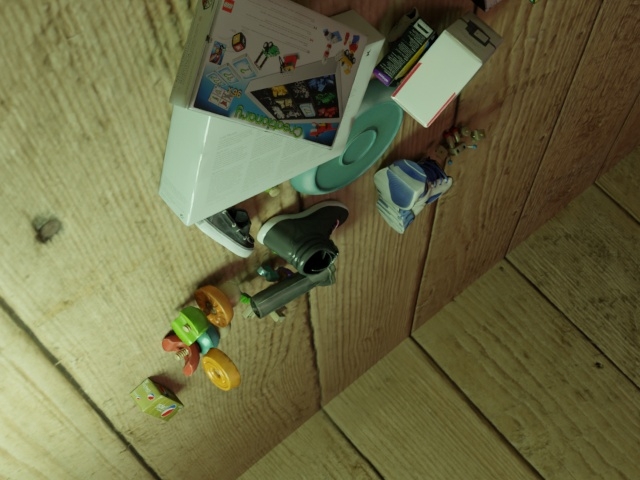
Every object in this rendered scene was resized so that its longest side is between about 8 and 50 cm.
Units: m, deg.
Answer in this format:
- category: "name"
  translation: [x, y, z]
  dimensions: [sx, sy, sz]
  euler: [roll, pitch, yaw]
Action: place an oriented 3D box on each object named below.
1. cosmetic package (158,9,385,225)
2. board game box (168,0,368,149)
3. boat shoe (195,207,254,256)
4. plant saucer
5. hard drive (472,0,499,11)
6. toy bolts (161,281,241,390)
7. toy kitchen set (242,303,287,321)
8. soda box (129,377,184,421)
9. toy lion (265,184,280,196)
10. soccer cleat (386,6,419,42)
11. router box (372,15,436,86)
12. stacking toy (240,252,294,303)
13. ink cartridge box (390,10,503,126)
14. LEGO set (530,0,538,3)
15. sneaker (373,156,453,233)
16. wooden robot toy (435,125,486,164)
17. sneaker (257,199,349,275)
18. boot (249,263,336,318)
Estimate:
- category: "cosmetic package"
  translation: [-0.084, -0.212, 1.538]
  dimensions: [0.377, 0.097, 0.284]
  euler: [-28, 156, -35]
- category: "board game box"
  translation: [-0.068, -0.257, 1.338]
  dimensions: [0.305, 0.053, 0.193]
  euler: [10, 101, -48]
- category: "boat shoe"
  translation: [-0.173, -0.033, 1.769]
  dimensions: [0.076, 0.080, 0.228]
  euler: [-43, 152, 5]
- category: "plant saucer"
  translation: [0.069, -0.208, 1.911]
  dimensions: [0.317, 0.044, 0.317]
  euler: [-37, 159, -16]
- category: "hard drive"
  translation: [0.365, -0.596, 1.665]
  dimensions: [0.237, 0.064, 0.339]
  euler: [-43, 159, -3]
- category: "toy bolts"
  translation: [-0.226, 0.215, 2.004]
  dimensions: [0.158, 0.218, 0.228]
  euler: [-37, 178, -33]
- category: "toy kitchen set"
  translation: [-0.132, 0.184, 2.247]
  dimensions: [0.075, 0.083, 0.068]
  euler: [-50, 158, 17]
- category: "soda box"
  translation: [-0.397, 0.390, 2.200]
  dimensions: [0.061, 0.058, 0.181]
  euler: [-41, 159, -5]
- category: "toy lion"
  translation: [-0.086, -0.142, 1.775]
  dimensions: [0.100, 0.034, 0.096]
  euler: [-45, 153, 6]
- category: "soccer cleat"
  translation: [0.155, -0.406, 1.700]
  dimensions: [0.083, 0.029, 0.035]
  euler: [-42, 152, -14]
- category: "router box"
  translation: [0.164, -0.354, 1.714]
  dimensions: [0.133, 0.046, 0.179]
  euler: [-48, 179, 13]
- category: "stacking toy"
  translation: [-0.104, 0.076, 2.145]
  dimensions: [0.167, 0.052, 0.221]
  euler: [-51, 157, 14]
- category: "ink cartridge box"
  translation: [0.255, -0.344, 1.791]
  dimensions: [0.172, 0.100, 0.237]
  euler: [-49, 179, 30]
- category: "LEGO set"
  translation: [0.519, -0.614, 1.926]
  dimensions: [0.244, 0.060, 0.182]
  euler: [-52, 154, 23]
- category: "sneaker"
  translation: [0.236, -0.150, 2.243]
  dimensions: [0.182, 0.127, 0.315]
  euler: [-43, 167, -12]
- category: "wooden robot toy"
  translation: [0.340, -0.250, 2.329]
  dimensions: [0.173, 0.076, 0.079]
  euler: [-32, -168, -27]
- category: "sneaker"
  translation: [0.000, 0.000, 2.041]
  dimensions: [0.296, 0.147, 0.104]
  euler: [-18, 146, -51]
- category: "boot"
  translation: [-0.065, 0.117, 2.117]
  dimensions: [0.208, 0.076, 0.189]
  euler: [-38, 165, -10]
